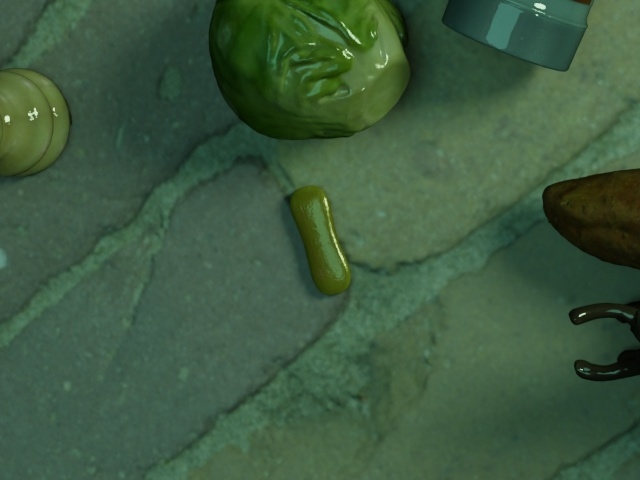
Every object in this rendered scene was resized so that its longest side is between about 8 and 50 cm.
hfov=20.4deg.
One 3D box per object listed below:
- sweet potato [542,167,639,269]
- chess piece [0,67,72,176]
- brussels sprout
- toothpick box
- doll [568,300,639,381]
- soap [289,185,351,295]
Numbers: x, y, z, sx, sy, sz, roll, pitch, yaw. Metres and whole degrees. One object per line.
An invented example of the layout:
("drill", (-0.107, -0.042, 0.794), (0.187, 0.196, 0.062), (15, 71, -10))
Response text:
("sweet potato", (0.276, -0.003, 1.261), (0.252, 0.097, 0.097), (8, 99, 23))
("chess piece", (-0.279, -0.093, 1.414), (0.094, 0.170, 0.094), (2, 95, 20))
("brussels sprout", (-0.013, -0.143, 1.338), (0.155, 0.117, 0.155), (-1, 88, 27))
("toothpick box", (0.160, -0.209, 1.273), (0.101, 0.101, 0.153), (26, 105, 16))
("doll", (0.261, 0.068, 1.237), (0.165, 0.139, 0.057), (-2, 89, 30))
("soap", (0.000, 0.000, 1.404), (0.034, 0.012, 0.089), (-18, 90, 21))
